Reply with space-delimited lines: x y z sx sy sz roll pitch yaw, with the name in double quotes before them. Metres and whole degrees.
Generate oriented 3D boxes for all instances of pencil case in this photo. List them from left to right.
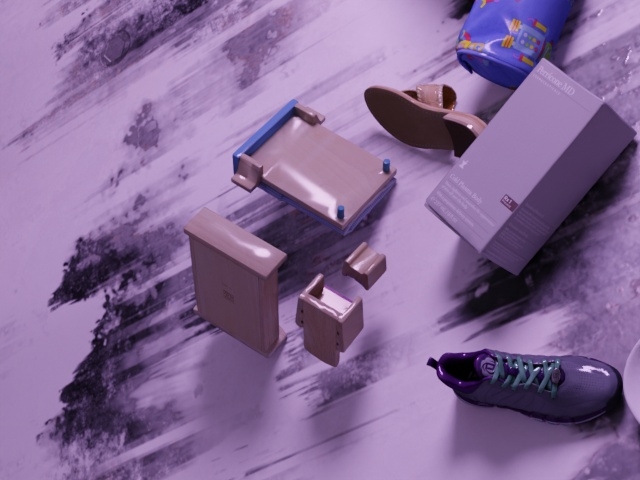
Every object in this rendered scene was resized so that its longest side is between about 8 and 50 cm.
"pencil case" 0.273 -0.348 1.601 0.133 0.119 0.306 16 81 32

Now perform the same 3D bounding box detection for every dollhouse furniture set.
"dollhouse furniture set" 0.000 0.000 1.702 0.286 0.198 0.303 30 58 20

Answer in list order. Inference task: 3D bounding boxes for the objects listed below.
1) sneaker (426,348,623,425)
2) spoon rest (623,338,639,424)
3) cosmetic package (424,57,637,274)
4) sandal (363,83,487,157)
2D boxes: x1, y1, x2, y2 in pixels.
"sneaker" 0.236 0.166 1.428 0.224 0.098 0.083 -4 69 36
"spoon rest" 0.444 0.107 1.306 0.276 0.084 0.137 -41 52 15
"cosmetic package" 0.261 -0.091 1.516 0.238 0.107 0.127 -54 46 10
"sandal" 0.165 -0.173 1.652 0.079 0.088 0.240 -35 36 -22
